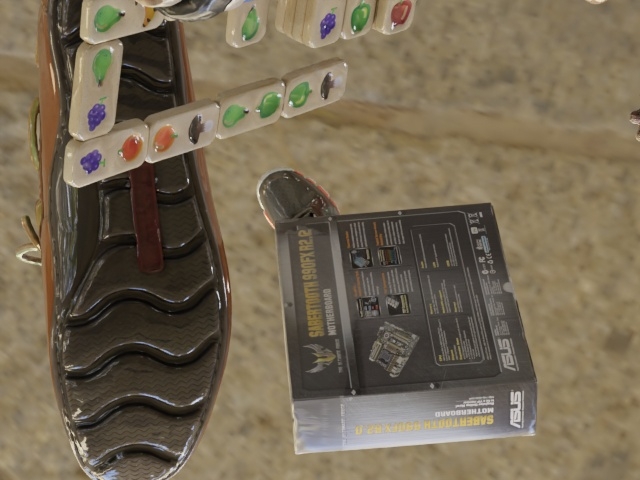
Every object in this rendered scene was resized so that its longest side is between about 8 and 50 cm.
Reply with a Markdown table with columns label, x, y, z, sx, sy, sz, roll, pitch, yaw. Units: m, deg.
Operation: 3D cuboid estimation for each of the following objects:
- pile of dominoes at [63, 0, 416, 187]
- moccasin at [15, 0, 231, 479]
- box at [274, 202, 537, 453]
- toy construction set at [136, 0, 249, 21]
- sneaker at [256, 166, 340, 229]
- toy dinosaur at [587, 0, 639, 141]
| label | x | y | z | sx | sy | sz | roll | pitch | yaw |
| --- | --- | --- | --- | --- | --- | --- | --- | --- | --- |
| pile of dominoes | -0.034 | -0.141 | 1.109 | 0.251 | 0.040 | 0.196 | -23 | 132 | -44 |
| moccasin | -0.148 | -0.012 | 1.364 | 0.139 | 0.147 | 0.380 | -12 | 99 | -11 |
| box | 0.061 | 0.064 | 1.491 | 0.183 | 0.231 | 0.056 | -5 | 126 | -2 |
| toy construction set | -0.076 | -0.280 | 0.939 | 0.309 | 0.257 | 0.237 | 18 | 139 | -42 |
| sneaker | 0.000 | 0.000 | 1.756 | 0.061 | 0.065 | 0.158 | -37 | 97 | 5 |
| toy dinosaur | 0.244 | -0.134 | 1.107 | 0.127 | 0.200 | 0.295 | -52 | 123 | -15 |
